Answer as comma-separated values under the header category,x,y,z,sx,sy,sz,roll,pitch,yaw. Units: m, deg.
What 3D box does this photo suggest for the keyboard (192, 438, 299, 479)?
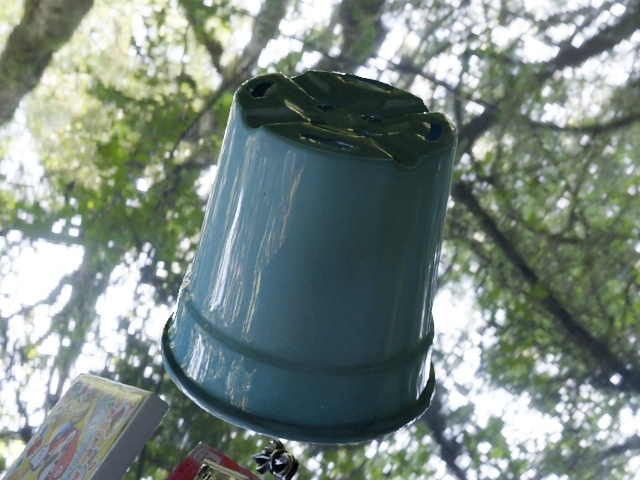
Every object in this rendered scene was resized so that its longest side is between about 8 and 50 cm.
category,x,y,z,sx,sy,sz,roll,pitch,yaw
keyboard,-0.043,0.164,0.693,0.023,0.180,0.108,39,-107,-20

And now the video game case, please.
category,x,y,z,sx,sy,sz,roll,pitch,yaw
video game case,-0.243,0.223,1.073,0.026,0.206,0.227,42,-109,-22

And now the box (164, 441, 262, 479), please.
category,x,y,z,sx,sy,sz,roll,pitch,yaw
box,-0.139,0.336,1.004,0.142,0.154,0.300,30,-140,14

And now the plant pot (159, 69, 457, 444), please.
category,x,y,z,sx,sy,sz,roll,pitch,yaw
plant pot,0.000,0.000,1.393,0.341,0.334,0.341,8,-153,-4
